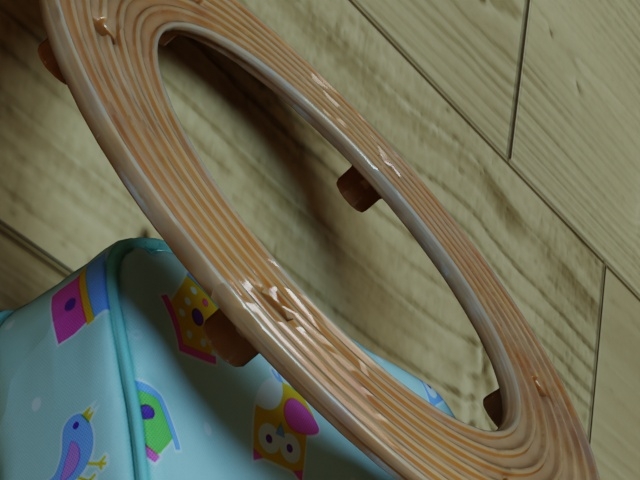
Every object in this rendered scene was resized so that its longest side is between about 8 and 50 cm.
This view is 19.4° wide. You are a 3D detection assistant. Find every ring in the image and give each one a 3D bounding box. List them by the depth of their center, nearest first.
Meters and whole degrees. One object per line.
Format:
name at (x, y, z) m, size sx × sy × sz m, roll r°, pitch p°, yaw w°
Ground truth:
ring at (0.000, 0.000, 0.793) m, size 0.336 × 0.032 × 0.336 m, roll 44°, pitch 17°, yaw -18°

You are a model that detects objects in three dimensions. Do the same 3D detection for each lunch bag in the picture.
lunch bag at (-0.027, 0.139, 0.748) m, size 0.279 × 0.108 × 0.224 m, roll 32°, pitch 42°, yaw -46°
